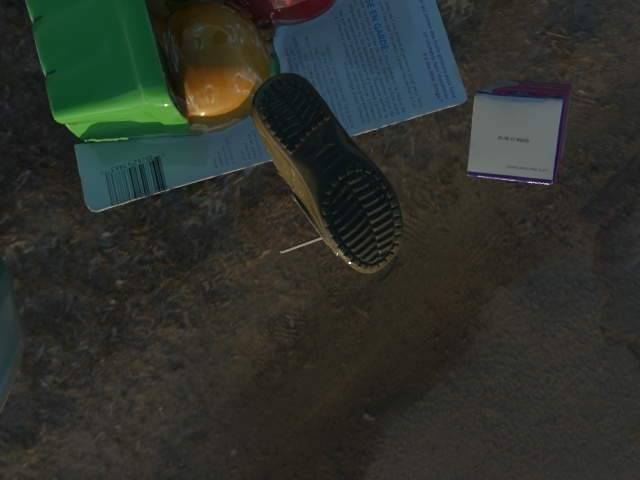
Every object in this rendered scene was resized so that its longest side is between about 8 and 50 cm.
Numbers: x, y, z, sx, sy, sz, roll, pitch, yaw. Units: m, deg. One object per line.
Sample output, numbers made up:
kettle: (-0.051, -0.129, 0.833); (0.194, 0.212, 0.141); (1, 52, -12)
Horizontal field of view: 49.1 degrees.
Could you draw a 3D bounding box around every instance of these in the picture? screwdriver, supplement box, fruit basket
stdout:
screwdriver: (0.000, 0.000, 0.834); (0.024, 0.025, 0.170); (21, 150, -33)
supplement box: (0.281, -0.157, 0.973); (0.111, 0.220, 0.114); (8, 108, 19)
fruit basket: (-0.082, -0.223, 0.655); (0.353, 0.165, 0.327); (-17, 81, -5)

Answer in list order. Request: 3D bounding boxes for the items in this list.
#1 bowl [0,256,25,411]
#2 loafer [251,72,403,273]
bowl: (-0.247, 0.079, 0.294); (0.163, 0.311, 0.311); (35, 110, -24)
loafer: (0.005, -0.044, 0.460); (0.056, 0.050, 0.148); (-33, 111, -8)
